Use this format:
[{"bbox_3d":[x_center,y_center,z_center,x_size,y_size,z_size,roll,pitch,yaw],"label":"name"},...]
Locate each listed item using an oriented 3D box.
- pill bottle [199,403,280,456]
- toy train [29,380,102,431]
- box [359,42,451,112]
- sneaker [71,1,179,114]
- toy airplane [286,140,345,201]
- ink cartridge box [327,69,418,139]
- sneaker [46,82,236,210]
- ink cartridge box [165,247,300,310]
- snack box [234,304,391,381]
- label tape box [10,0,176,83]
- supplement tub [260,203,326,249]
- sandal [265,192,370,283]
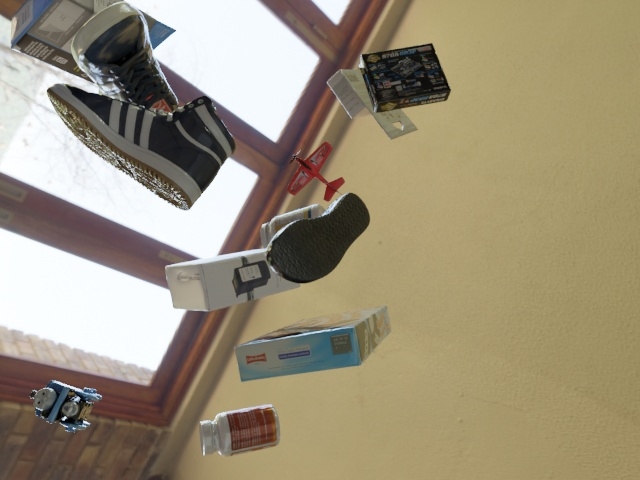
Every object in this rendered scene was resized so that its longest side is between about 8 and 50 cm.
[{"bbox_3d":[-0.232,0.547,1.475,0.121,0.215,0.121,177,-90,-68],"label":"pill bottle"},{"bbox_3d":[-0.477,0.306,0.962,0.184,0.105,0.080,135,-25,-67],"label":"toy train"},{"bbox_3d":[0.238,-0.463,1.463,0.220,0.051,0.175,-12,-111,-7],"label":"box"},{"bbox_3d":[-0.306,-0.262,0.876,0.131,0.148,0.350,-41,-175,-11],"label":"sneaker"},{"bbox_3d":[-0.005,-0.154,1.210,0.151,0.028,0.151,0,-93,2],"label":"toy airplane"},{"bbox_3d":[0.174,-0.426,1.650,0.066,0.296,0.261,-36,-92,31],"label":"ink cartridge box"},{"bbox_3d":[-0.261,-0.178,0.784,0.153,0.282,0.099,-52,173,-23],"label":"sneaker"},{"bbox_3d":[-0.192,0.081,1.132,0.171,0.237,0.100,-7,-87,49],"label":"ink cartridge box"},{"bbox_3d":[0.007,0.168,0.888,0.186,0.322,0.060,-12,-94,15],"label":"snack box"},{"bbox_3d":[-0.581,-0.529,1.350,0.240,0.333,0.106,-21,-112,33],"label":"label tape box"},{"bbox_3d":[-0.072,-0.020,1.610,0.199,0.144,0.145,-17,-125,17],"label":"supplement tub"},{"bbox_3d":[0.001,0.001,0.836,0.054,0.254,0.097,-27,-87,40],"label":"sandal"}]
